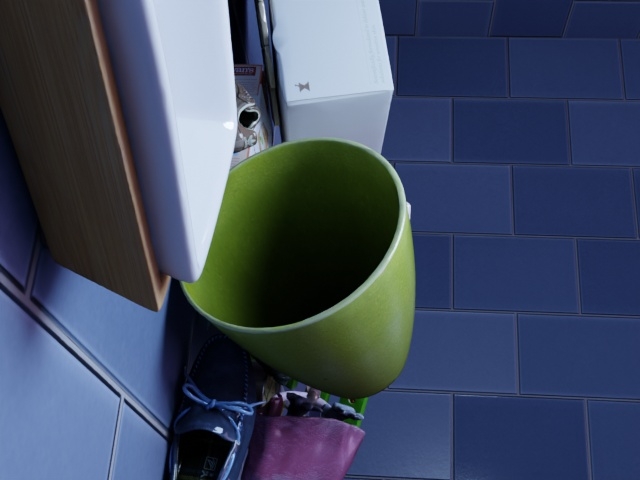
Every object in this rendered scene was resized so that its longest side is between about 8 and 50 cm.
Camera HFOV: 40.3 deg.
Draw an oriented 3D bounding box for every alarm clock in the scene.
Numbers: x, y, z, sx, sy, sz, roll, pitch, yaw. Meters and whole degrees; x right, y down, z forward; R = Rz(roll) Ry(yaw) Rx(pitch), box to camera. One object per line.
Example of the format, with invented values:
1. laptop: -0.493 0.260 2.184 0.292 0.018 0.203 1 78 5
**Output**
1. alarm clock: -0.104 0.242 1.431 0.129 0.064 0.192 52 46 -74

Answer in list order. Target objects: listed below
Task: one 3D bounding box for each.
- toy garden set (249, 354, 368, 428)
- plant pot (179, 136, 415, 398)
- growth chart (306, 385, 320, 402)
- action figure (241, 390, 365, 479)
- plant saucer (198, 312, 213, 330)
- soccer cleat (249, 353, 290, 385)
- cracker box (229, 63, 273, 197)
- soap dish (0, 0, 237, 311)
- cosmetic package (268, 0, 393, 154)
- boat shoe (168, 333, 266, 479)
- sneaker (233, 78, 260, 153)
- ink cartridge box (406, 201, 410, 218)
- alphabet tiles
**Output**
1. toy garden set: -0.023 0.249 1.484 0.049 0.244 0.204 -20 131 -50
2. plant pot: 0.010 0.071 1.088 0.294 0.274 0.275 61 27 -47
3. growth chart: -0.063 0.124 1.258 0.237 0.021 0.172 56 5 7
4. action figure: -0.080 0.398 1.251 0.275 0.248 0.370 4 -106 69
5. plant saucer: -0.144 0.079 1.225 0.192 0.018 0.067 -28 120 -84
6. soccer cleat: -0.073 0.185 1.365 0.060 0.178 0.072 33 -79 62
7. cracker box: -0.113 -0.113 1.228 0.156 0.067 0.232 85 7 -54
8. soap dish: -0.138 -0.131 0.609 0.229 0.118 0.291 -84 173 -47
9. cosmetic package: 0.009 -0.220 1.326 0.365 0.155 0.197 97 -14 -74
10. boat shoe: -0.121 0.228 1.017 0.089 0.108 0.258 89 2 -65
11. sneaker: -0.109 -0.159 1.098 0.188 0.071 0.066 -91 180 -53
12. ink cartridge box: 0.000 0.000 1.376 0.283 0.207 0.117 140 -40 -76
13. alphabet tiles: -0.091 -0.345 1.292 0.285 0.011 0.343 -110 -168 -77
